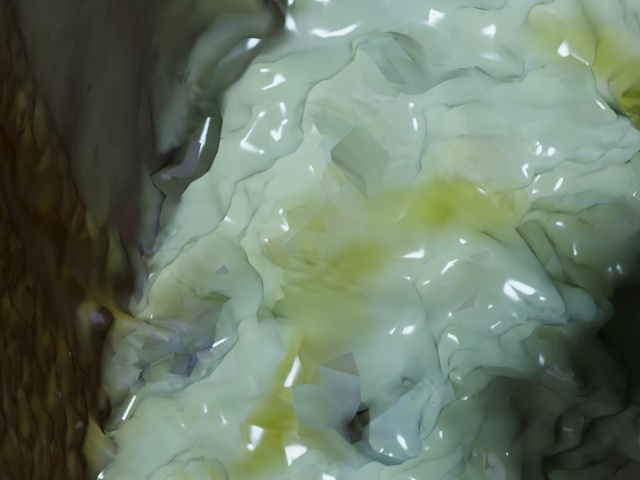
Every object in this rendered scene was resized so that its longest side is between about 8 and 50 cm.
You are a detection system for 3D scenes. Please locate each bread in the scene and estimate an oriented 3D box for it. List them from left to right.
[{"bbox_3d":[0.000,0.000,0.589,0.270,0.211,0.315,-126,46,-53],"label":"bread"}]
